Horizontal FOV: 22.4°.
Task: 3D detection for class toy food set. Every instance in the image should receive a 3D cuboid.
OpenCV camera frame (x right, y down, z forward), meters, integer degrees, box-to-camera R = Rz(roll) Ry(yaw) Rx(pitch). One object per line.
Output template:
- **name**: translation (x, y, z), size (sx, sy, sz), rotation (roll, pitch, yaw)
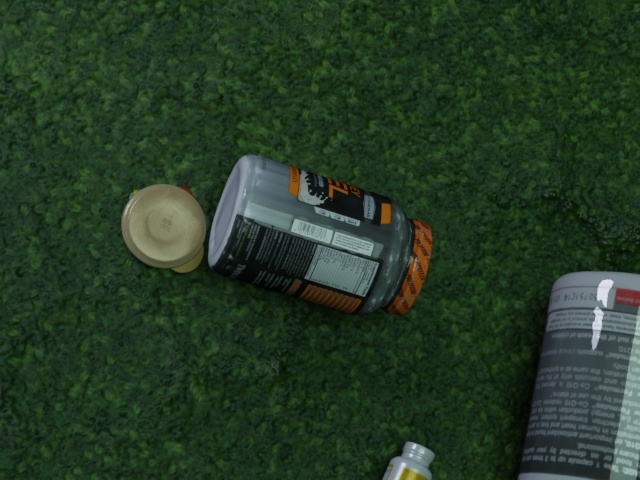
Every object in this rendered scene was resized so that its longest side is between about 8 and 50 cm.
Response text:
- **toy food set**: translation (-0.145, -0.014, 1.513), size (0.083, 0.020, 0.083), rotation (11, 77, -14)

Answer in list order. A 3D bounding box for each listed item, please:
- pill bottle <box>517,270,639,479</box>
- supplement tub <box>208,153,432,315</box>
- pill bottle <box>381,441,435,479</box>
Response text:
- **pill bottle**: translation (0.274, 0.184, 1.526), size (0.161, 0.161, 0.283), rotation (16, 76, -13)
- **supplement tub**: translation (0.000, 0.000, 1.503), size (0.190, 0.117, 0.117), rotation (17, 75, -13)
- **pill bottle**: translation (0.078, 0.233, 1.520), size (0.043, 0.043, 0.083), rotation (29, 74, -10)
